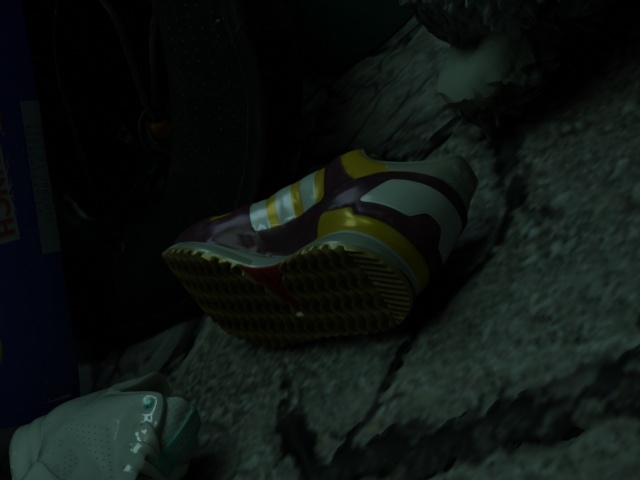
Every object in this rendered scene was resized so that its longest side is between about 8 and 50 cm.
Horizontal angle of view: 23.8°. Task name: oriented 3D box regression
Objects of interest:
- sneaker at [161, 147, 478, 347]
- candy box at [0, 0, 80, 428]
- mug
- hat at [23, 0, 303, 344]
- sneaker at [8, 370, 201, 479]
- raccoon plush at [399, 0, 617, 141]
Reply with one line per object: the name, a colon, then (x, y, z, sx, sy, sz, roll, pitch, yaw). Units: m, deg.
sneaker: (0.000, 0.000, 0.726, 0.185, 0.069, 0.084, -2, 41, 51)
candy box: (-0.313, -0.010, 0.909, 0.317, 0.268, 0.122, -8, 1, 30)
mug: (-0.003, -0.173, 0.951, 0.158, 0.097, 0.129, -52, 24, -10)
hat: (-0.100, -0.102, 0.909, 0.134, 0.331, 0.331, -18, 1, -39)
sneaker: (-0.091, 0.112, 0.694, 0.094, 0.080, 0.212, -35, 22, -1)
raccoon plush: (0.186, -0.161, 0.601, 0.446, 0.299, 0.216, 25, 54, 33)
